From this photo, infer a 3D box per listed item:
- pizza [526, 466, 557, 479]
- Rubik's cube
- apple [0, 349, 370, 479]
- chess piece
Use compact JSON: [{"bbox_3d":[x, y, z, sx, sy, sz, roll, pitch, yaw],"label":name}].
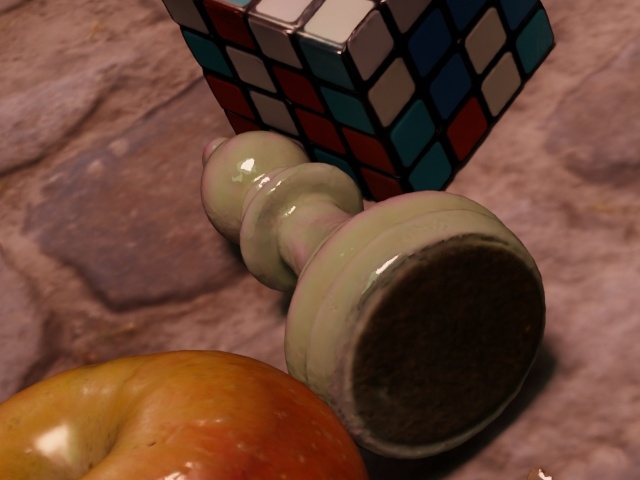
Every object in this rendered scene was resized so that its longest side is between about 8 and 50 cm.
[{"bbox_3d":[0.111,0.223,0.718,0.204,0.080,0.188,39,99,30],"label":"pizza"},{"bbox_3d":[0.024,-0.136,0.979,0.155,0.151,0.154,23,65,37],"label":"Rubik's cube"},{"bbox_3d":[-0.085,0.157,0.783,0.234,0.173,0.210,2,40,42],"label":"apple"},{"bbox_3d":[0.000,0.000,0.918,0.139,0.139,0.271,-39,37,-7],"label":"chess piece"}]
